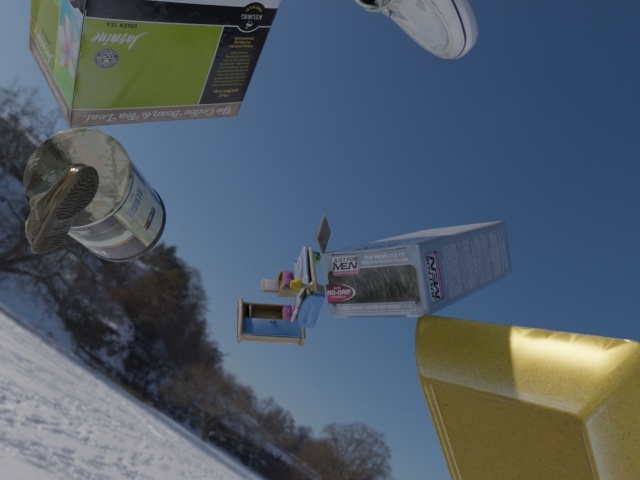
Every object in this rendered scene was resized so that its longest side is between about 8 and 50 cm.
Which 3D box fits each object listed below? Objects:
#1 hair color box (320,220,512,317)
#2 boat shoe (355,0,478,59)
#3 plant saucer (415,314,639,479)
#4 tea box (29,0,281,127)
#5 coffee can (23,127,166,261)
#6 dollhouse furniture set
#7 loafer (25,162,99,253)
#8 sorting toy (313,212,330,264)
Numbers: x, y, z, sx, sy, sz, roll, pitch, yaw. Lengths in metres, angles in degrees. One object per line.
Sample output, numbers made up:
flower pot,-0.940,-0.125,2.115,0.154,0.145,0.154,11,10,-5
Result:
hair color box,0.189,0.044,1.035,0.185,0.113,0.374,-7,2,38
boat shoe,0.061,-0.264,0.580,0.226,0.076,0.083,47,-26,-3
plant saucer,0.263,0.271,0.722,0.333,0.081,0.332,-1,-67,54
tea box,-0.278,-0.386,0.963,0.220,0.329,0.323,55,-44,24
coffee can,-0.455,-0.085,1.199,0.202,0.201,0.275,32,-14,7
dollhouse furniture set,-0.122,0.123,1.664,0.198,0.286,0.303,6,-45,-14
loafer,-0.328,-0.045,0.708,0.050,0.148,0.056,47,23,9
sorting toy,0.000,0.000,1.019,0.012,0.083,0.062,5,-37,16
